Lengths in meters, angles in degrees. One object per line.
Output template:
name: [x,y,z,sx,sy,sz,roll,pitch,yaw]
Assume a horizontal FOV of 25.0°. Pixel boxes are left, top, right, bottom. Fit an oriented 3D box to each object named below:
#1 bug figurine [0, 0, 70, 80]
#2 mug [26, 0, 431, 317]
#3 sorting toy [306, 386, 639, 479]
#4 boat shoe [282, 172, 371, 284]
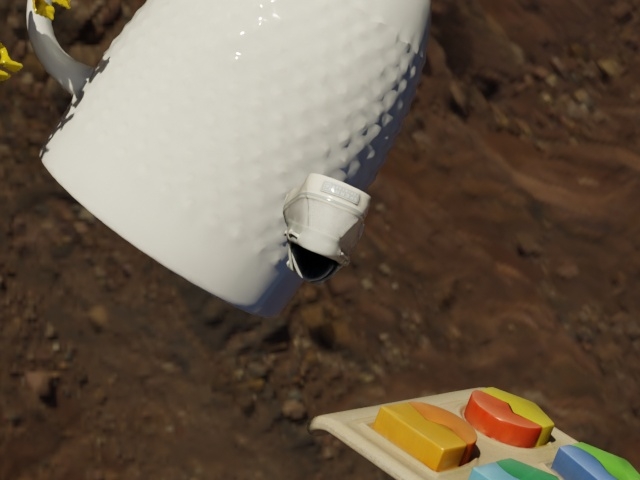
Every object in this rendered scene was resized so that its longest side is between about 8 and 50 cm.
bug figurine: [-0.334,-0.220,1.194,0.216,0.072,0.279,-25,155,25]
mug: [-0.096,-0.166,1.345,0.374,0.276,0.328,35,96,-6]
sorting toy: [0.124,0.142,0.931,0.193,0.208,0.038,-2,112,-50]
boat shoe: [0.000,0.000,1.057,0.066,0.184,0.063,24,81,-7]
